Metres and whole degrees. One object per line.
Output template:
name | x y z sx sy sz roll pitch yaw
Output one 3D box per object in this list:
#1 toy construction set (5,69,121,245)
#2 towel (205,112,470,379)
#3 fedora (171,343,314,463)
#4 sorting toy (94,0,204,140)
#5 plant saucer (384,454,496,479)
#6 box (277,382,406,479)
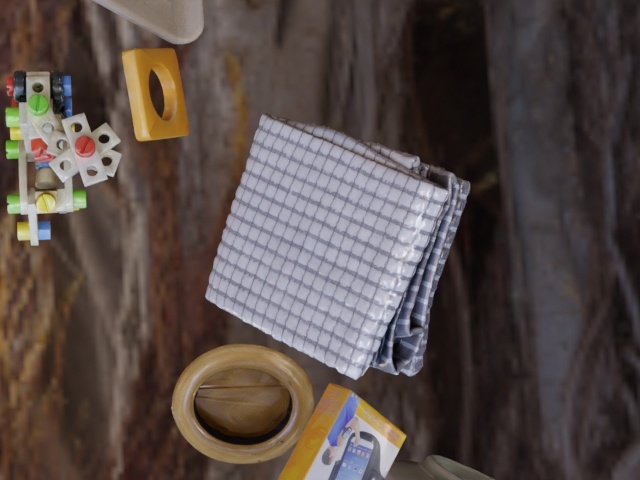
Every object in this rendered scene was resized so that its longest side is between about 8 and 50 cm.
toy construction set | -0.401 -0.130 2.420 0.151 0.215 0.328 2 166 -22
towel | 0.022 0.005 1.772 0.284 0.235 0.121 23 -176 44
fedora | -0.107 0.214 2.243 0.194 0.194 0.079 -3 -161 -6
sorting toy | -0.149 -0.235 1.113 0.047 0.347 0.196 -9 171 22
plant saucer | 0.219 0.382 2.222 0.400 0.100 0.400 26 -179 0
box | 0.006 0.185 1.224 0.028 0.136 0.081 11 158 44
